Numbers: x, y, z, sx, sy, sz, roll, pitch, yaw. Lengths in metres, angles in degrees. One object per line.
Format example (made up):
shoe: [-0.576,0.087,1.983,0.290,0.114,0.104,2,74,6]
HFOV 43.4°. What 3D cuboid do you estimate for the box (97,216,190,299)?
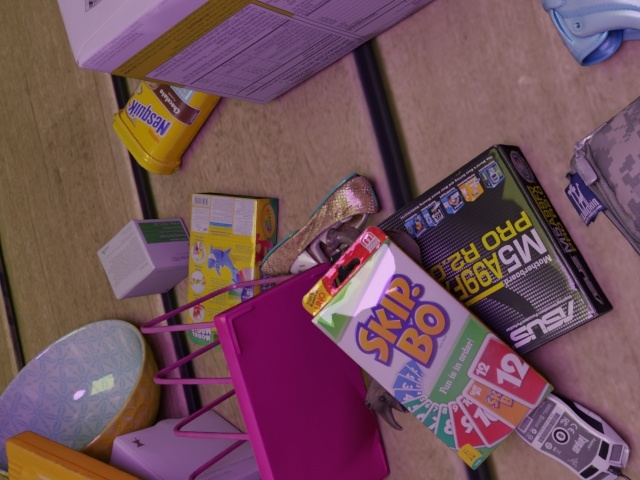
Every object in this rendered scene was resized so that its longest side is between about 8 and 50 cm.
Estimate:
box: [-0.260,0.026,1.220,0.102,0.101,0.087,-36,73,32]

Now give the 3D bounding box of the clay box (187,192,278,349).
clay box: [-0.128,0.045,1.155,0.127,0.053,0.222,8,99,35]

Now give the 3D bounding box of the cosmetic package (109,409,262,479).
cosmetic package: [-0.223,0.451,1.162,0.155,0.197,0.365,30,111,32]

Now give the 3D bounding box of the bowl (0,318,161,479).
bowl: [-0.354,0.281,1.251,0.290,0.289,0.156,-1,134,36]

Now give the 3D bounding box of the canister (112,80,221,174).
canister: [-0.225,-0.202,1.200,0.126,0.073,0.170,51,118,22]

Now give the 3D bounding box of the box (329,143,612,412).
box: [0.162,0.049,0.938,0.270,0.060,0.216,-35,72,33]

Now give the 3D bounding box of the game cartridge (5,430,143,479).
game cartridge: [-0.293,0.434,1.034,0.285,0.053,0.323,11,109,31]

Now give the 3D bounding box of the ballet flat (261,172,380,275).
ballet flat: [0.000,0.000,1.048,0.206,0.073,0.067,-45,70,31]

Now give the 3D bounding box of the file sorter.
file sorter: [-0.074,0.202,1.001,0.182,0.202,0.290,-10,100,39]

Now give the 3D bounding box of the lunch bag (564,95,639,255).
lunch bag: [0.392,-0.068,0.662,0.305,0.213,0.256,-46,71,30]

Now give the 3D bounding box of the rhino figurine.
rhino figurine: [0.076,0.100,0.922,0.106,0.073,0.243,-6,93,26]

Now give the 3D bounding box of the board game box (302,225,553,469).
board game box: [0.110,0.112,0.864,0.259,0.039,0.124,42,97,5]

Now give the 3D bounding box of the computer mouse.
computer mouse: [0.294,0.221,0.865,0.193,0.042,0.106,36,118,23]

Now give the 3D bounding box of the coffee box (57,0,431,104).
coffee box: [-0.091,-0.396,0.927,0.338,0.334,0.337,-25,77,33]

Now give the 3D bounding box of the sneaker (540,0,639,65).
sneaker: [0.258,-0.262,0.804,0.366,0.135,0.150,33,109,31]
